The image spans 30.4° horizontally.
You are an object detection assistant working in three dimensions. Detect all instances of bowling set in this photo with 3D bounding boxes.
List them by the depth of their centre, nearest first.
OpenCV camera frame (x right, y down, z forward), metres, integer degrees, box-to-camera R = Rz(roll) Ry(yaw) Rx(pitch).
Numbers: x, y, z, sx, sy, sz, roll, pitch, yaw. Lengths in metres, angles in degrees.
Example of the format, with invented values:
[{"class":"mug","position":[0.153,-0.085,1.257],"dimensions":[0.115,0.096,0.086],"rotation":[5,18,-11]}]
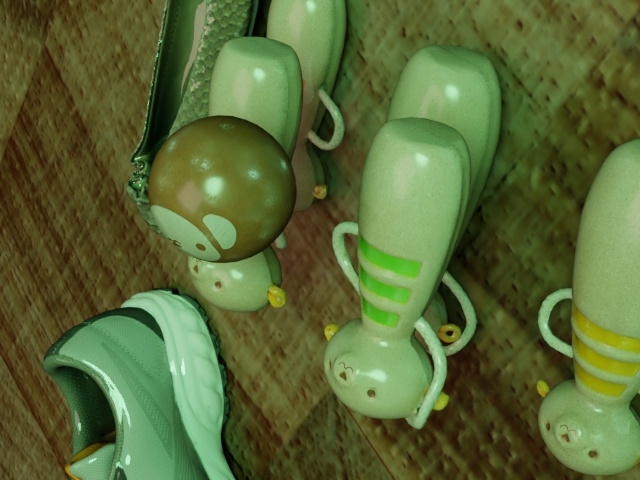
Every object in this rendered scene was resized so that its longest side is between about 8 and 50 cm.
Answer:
[{"class":"bowling set","position":[0.000,0.000,0.509],"dimensions":[0.287,0.200,0.154],"rotation":[36,128,41]}]

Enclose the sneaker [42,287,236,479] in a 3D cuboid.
[{"class":"sneaker","position":[-0.099,0.171,0.737],"dimensions":[0.100,0.108,0.271],"rotation":[-23,86,48]}]

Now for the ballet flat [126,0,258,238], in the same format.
[{"class":"ballet flat","position":[-0.073,-0.112,0.640],"dimensions":[0.084,0.058,0.249],"rotation":[-123,36,-55]}]
